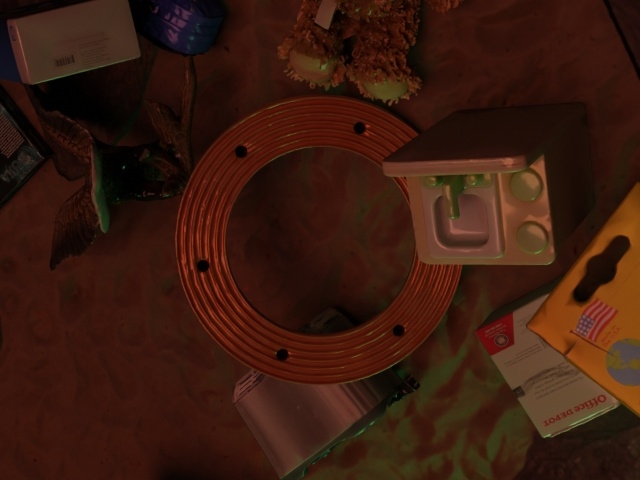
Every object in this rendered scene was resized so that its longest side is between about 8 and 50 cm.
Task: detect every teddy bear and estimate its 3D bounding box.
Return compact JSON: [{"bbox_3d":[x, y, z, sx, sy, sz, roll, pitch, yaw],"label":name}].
[{"bbox_3d":[0.045,-0.309,1.389,0.245,0.113,0.338,4,118,33],"label":"teddy bear"}]

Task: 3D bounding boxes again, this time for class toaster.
[{"bbox_3d":[-0.003,0.186,1.570,0.227,0.129,0.146,-42,85,31],"label":"toaster"}]

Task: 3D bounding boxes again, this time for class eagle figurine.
[{"bbox_3d":[-0.269,-0.086,1.558,0.298,0.226,0.225,1,149,33],"label":"eagle figurine"}]

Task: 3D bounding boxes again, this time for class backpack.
[{"bbox_3d":[-0.175,-0.278,1.501,0.120,0.098,0.101,36,117,11],"label":"backpack"}]

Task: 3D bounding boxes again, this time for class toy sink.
[{"bbox_3d":[0.181,-0.052,1.327,0.152,0.234,0.131,-2,107,26],"label":"toy sink"}]

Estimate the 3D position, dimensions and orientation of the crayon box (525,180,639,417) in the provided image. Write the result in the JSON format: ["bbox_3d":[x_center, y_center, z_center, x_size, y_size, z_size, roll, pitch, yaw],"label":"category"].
[{"bbox_3d":[0.403,0.107,1.330,0.318,0.081,0.202,39,101,9],"label":"crayon box"}]

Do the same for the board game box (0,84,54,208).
[{"bbox_3d":[-0.462,-0.112,1.747,0.186,0.026,0.126,-38,89,32],"label":"board game box"}]

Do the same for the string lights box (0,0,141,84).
[{"bbox_3d":[-0.323,-0.238,1.496,0.259,0.133,0.077,17,123,60],"label":"string lights box"}]

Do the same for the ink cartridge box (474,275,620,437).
[{"bbox_3d":[0.267,0.134,1.452,0.109,0.063,0.150,-32,93,31],"label":"ink cartridge box"}]

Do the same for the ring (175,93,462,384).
[{"bbox_3d":[0.000,0.000,1.471,0.336,0.032,0.337,0,96,-2],"label":"ring"}]
